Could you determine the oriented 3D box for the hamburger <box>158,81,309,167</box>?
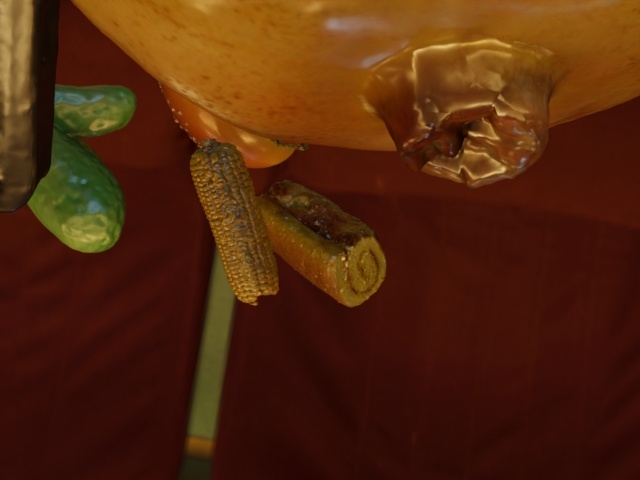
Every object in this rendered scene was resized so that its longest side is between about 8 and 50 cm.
[{"bbox_3d":[-0.109,-0.199,1.736,0.246,0.246,0.170,35,112,-29],"label":"hamburger"}]

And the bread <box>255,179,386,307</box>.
[{"bbox_3d":[0.000,0.000,1.813,0.172,0.103,0.132,34,161,36],"label":"bread"}]

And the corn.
[{"bbox_3d":[-0.100,-0.024,1.612,0.068,0.068,0.207,-18,92,28],"label":"corn"}]

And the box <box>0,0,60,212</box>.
[{"bbox_3d":[-0.321,-0.158,0.907,0.290,0.073,0.289,13,129,0],"label":"box"}]

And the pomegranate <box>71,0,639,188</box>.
[{"bbox_3d":[0.048,-0.215,0.664,0.417,0.416,0.416,5,140,4],"label":"pomegranate"}]

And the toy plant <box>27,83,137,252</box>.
[{"bbox_3d":[-0.357,-0.142,1.505,0.356,0.210,0.317,36,177,-16],"label":"toy plant"}]
